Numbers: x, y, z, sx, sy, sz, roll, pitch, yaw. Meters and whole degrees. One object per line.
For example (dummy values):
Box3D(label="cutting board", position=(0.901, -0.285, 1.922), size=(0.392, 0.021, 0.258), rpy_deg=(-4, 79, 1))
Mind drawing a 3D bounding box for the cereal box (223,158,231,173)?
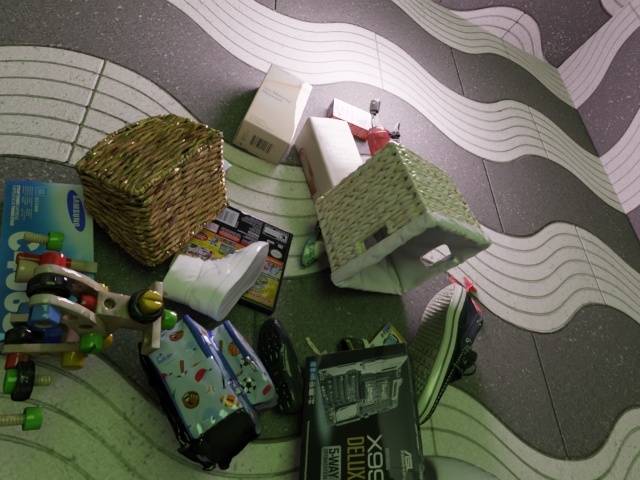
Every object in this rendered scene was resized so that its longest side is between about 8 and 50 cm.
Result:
Box3D(label="cereal box", position=(-0.372, -0.185, 1.176), size=(0.173, 0.047, 0.240), rpy_deg=(42, 47, -2))

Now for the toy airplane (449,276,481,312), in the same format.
Box3D(label="toy airplane", position=(0.479, 0.166, 1.485), size=(0.151, 0.028, 0.151), rpy_deg=(16, 55, -23))

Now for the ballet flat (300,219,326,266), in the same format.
Box3D(label="ballet flat", position=(0.000, 0.000, 1.276), size=(0.070, 0.070, 0.189), rpy_deg=(30, 50, -10))

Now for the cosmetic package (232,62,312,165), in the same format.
Box3D(label="cosmetic package", position=(-0.146, -0.402, 1.429), size=(0.160, 0.113, 0.310), rpy_deg=(25, 52, -15))

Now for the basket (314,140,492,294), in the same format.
Box3D(label="basket", position=(0.215, -0.041, 1.226), size=(0.331, 0.328, 0.267), rpy_deg=(15, 50, -44))

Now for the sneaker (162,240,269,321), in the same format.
Box3D(label="sneaker", position=(-0.237, 0.058, 1.028), size=(0.169, 0.108, 0.292), rpy_deg=(17, 25, 10))

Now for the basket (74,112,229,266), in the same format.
Box3D(label="basket", position=(-0.379, -0.126, 1.036), size=(0.213, 0.223, 0.299), rpy_deg=(22, 46, 17))

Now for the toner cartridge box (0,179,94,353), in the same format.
Box3D(label="toner cartridge box", position=(-0.554, 0.044, 0.919), size=(0.165, 0.075, 0.348), rpy_deg=(1, 60, -32))

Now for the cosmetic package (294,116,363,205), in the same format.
Box3D(label="cosmetic package", position=(0.039, -0.226, 1.413), size=(0.153, 0.129, 0.297), rpy_deg=(-1, 62, -30))

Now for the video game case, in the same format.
Box3D(label="video game case", position=(-0.219, 0.032, 1.153), size=(0.274, 0.035, 0.249), rpy_deg=(24, 51, -17))

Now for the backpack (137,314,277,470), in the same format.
Box3D(label="backpack", position=(-0.213, 0.268, 0.854), size=(0.213, 0.277, 0.263), rpy_deg=(-37, 69, -26))

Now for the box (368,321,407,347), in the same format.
Box3D(label="box", position=(0.172, 0.292, 1.222), size=(0.081, 0.028, 0.136), rpy_deg=(49, 47, 4))

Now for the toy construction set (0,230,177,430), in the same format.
Box3D(label="toy construction set", position=(-0.400, 0.118, 0.796), size=(0.237, 0.258, 0.309), rpy_deg=(12, 28, -38))

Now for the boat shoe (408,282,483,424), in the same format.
Box3D(label="boat shoe", position=(0.326, 0.305, 1.195), size=(0.156, 0.186, 0.500), rpy_deg=(47, 40, -2))

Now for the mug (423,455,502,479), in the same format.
Box3D(label="mug", position=(0.276, 0.649, 0.913), size=(0.328, 0.276, 0.374), rpy_deg=(39, 82, -6))

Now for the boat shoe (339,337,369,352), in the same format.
Box3D(label="boat shoe", position=(0.086, 0.346, 1.105), size=(0.068, 0.081, 0.228), rpy_deg=(13, 48, -20))

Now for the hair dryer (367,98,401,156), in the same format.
Box3D(label="hair dryer", position=(0.248, -0.348, 1.621), size=(0.223, 0.080, 0.294), rpy_deg=(32, 59, -40))

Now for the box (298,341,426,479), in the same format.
Box3D(label="box", position=(0.085, 0.383, 0.955), size=(0.308, 0.242, 0.077), rpy_deg=(-86, 157, -43))

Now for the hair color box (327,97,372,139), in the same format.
Box3D(label="hair color box", position=(0.110, -0.441, 1.645), size=(0.167, 0.053, 0.093), rpy_deg=(18, 55, -21))

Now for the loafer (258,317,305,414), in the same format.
Box3D(label="loafer", position=(-0.087, 0.289, 1.048), size=(0.078, 0.076, 0.224), rpy_deg=(33, 34, -57))

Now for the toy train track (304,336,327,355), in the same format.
Box3D(label="toy train track", position=(-0.009, 0.276, 1.133), size=(0.083, 0.014, 0.048), rpy_deg=(50, 49, 7))
